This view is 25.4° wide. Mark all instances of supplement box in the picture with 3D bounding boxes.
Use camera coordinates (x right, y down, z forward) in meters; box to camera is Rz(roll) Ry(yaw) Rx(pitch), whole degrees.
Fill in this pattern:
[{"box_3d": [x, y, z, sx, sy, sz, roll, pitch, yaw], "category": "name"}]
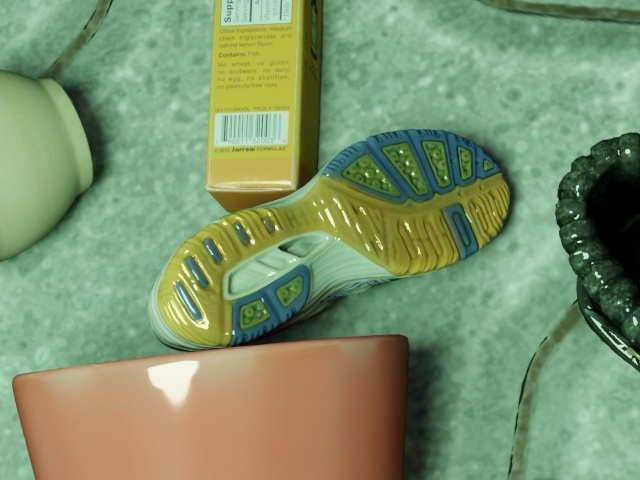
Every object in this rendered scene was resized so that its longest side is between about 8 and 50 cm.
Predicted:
[{"box_3d": [-0.043, -0.142, 1.136, 0.080, 0.078, 0.233, 1, 76, 12], "category": "supplement box"}]

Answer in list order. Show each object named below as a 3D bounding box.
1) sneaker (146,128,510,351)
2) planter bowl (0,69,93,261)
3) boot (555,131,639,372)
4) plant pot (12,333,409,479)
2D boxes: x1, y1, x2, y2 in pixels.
[{"box_3d": [0.000, 0.000, 1.074, 0.296, 0.131, 0.112, -19, 84, -23], "category": "sneaker"}, {"box_3d": [-0.248, -0.068, 1.124, 0.109, 0.162, 0.162, -22, 72, -25], "category": "planter bowl"}, {"box_3d": [0.304, 0.077, 0.927, 0.348, 0.260, 0.131, 32, 84, 16], "category": "boot"}, {"box_3d": [-0.064, 0.197, 0.976, 0.275, 0.275, 0.243, -6, 86, 8], "category": "plant pot"}]
